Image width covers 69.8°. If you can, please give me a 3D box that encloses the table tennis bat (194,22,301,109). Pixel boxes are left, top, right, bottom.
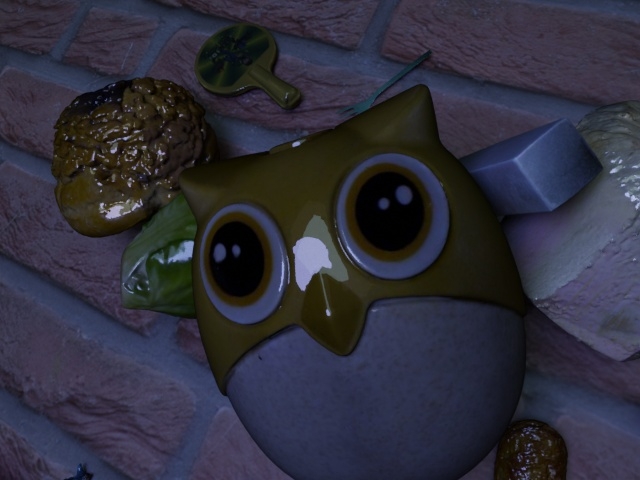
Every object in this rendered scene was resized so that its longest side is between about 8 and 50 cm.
[{"bbox_3d":[-0.160,-0.385,1.035,0.198,0.050,0.321,-46,63,-5],"label":"table tennis bat"}]

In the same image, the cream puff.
[{"bbox_3d":[-0.364,-0.175,0.869,0.326,0.231,0.343,7,41,35],"label":"cream puff"}]

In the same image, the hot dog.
[{"bbox_3d":[0.305,0.336,0.662,0.099,0.065,0.147,5,62,16],"label":"hot dog"}]

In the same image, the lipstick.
[{"bbox_3d":[0.235,-0.084,0.655,0.079,0.371,0.076,-38,94,-2],"label":"lipstick"}]

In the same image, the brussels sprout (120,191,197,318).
[{"bbox_3d":[-0.218,0.032,0.808,0.271,0.219,0.210,-17,64,-19],"label":"brussels sprout"}]

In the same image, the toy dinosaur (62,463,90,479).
[{"bbox_3d":[-0.439,0.452,0.833,0.047,0.030,0.083,-21,69,6],"label":"toy dinosaur"}]

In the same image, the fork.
[{"bbox_3d":[0.135,-0.314,0.945,0.235,0.021,0.039,-36,71,0],"label":"fork"}]

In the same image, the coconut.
[{"bbox_3d":[0.411,0.006,0.625,0.297,0.310,0.298,9,43,-8],"label":"coconut"}]

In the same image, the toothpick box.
[{"bbox_3d":[0.039,0.062,0.595,0.408,0.409,0.426,-18,100,8],"label":"toothpick box"}]
